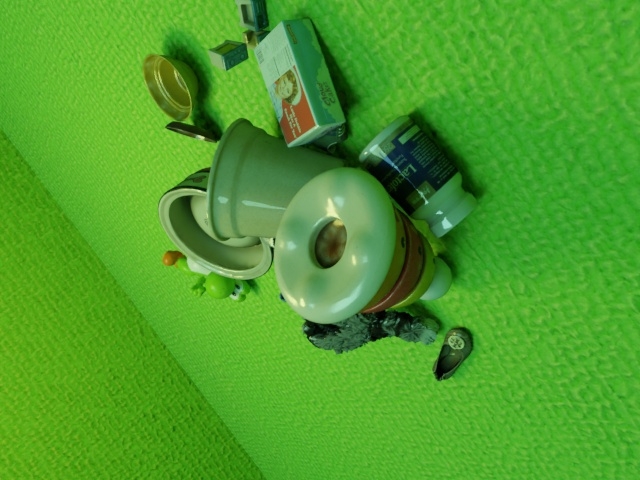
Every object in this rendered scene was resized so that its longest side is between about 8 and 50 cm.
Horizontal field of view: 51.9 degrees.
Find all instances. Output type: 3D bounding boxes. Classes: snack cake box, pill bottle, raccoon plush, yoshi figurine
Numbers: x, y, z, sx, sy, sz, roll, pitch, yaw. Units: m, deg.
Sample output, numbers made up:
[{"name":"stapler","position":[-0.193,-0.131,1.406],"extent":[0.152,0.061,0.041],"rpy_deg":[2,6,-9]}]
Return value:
[{"name":"snack cake box","position":[-0.052,-0.377,1.584],"extent":[0.152,0.089,0.265],"rpy_deg":[-21,88,54]},{"name":"pill bottle","position":[0.226,-0.143,1.500],"extent":[0.265,0.153,0.153],"rpy_deg":[47,147,3]},{"name":"raccoon plush","position":[0.119,0.182,1.987],"extent":[0.445,0.299,0.216],"rpy_deg":[16,127,-6]},{"name":"yoshi figurine","position":[-0.430,0.107,2.477],"extent":[0.362,0.203,0.204],"rpy_deg":[33,136,19]}]

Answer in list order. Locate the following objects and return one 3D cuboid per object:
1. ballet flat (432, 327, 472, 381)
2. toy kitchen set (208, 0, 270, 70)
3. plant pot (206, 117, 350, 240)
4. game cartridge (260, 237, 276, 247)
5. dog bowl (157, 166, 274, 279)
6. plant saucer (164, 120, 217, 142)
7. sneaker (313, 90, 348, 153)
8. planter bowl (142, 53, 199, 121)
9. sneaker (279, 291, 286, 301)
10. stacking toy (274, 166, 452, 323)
[{"name":"ballet flat","position":[0.369,0.336,1.885],"extent":[0.084,0.058,0.250],"rpy_deg":[37,144,18]},{"name":"toy kitchen set","position":[-0.191,-0.537,1.585],"extent":[0.122,0.166,0.207],"rpy_deg":[24,139,34]},{"name":"plant pot","position":[-0.093,-0.130,1.733],"extent":[0.305,0.334,0.334],"rpy_deg":[13,136,12]},{"name":"game cartridge","position":[0.000,0.000,1.859],"extent":[0.297,0.198,0.062],"rpy_deg":[17,108,41]},{"name":"dog bowl","position":[-0.308,-0.063,2.118],"extent":[0.407,0.150,0.408],"rpy_deg":[18,142,14]},{"name":"plant saucer","position":[-0.404,-0.343,2.067],"extent":[0.168,0.168,0.029],"rpy_deg":[18,92,39]},{"name":"sneaker","position":[0.039,-0.291,1.662],"extent":[0.086,0.064,0.192],"rpy_deg":[36,142,-4]},{"name":"planter bowl","position":[-0.434,-0.478,1.993],"extent":[0.217,0.090,0.217],"rpy_deg":[30,141,28]},{"name":"sneaker","position":[-0.078,0.149,2.195],"extent":[0.083,0.087,0.221],"rpy_deg":[43,146,9]},{"name":"stacking toy","position":[0.158,0.047,1.584],"extent":[0.350,0.479,0.351],"rpy_deg":[-15,68,41]}]
